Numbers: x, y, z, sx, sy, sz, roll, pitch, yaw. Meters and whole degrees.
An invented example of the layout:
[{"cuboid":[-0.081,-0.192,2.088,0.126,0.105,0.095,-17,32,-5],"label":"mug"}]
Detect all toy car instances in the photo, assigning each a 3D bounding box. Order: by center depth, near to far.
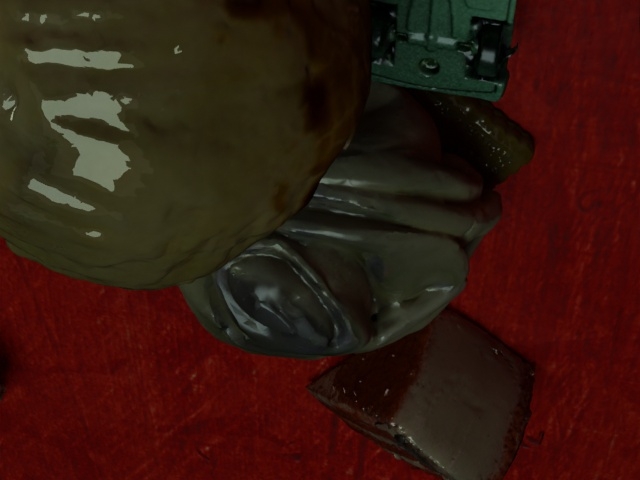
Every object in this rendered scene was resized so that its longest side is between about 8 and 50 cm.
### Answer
[{"cuboid":[0.101,-0.248,1.138,0.141,0.097,0.320,10,138,8],"label":"toy car"}]

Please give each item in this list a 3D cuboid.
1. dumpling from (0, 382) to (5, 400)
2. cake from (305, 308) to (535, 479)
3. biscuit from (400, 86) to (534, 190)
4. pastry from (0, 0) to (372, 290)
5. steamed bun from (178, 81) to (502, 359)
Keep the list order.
[{"cuboid":[-0.575,0.196,1.843,0.395,0.233,0.315,-9,167,9],"label":"dumpling"},{"cuboid":[0.110,0.160,1.636,0.158,0.159,0.262,37,170,-22],"label":"cake"},{"cuboid":[0.055,-0.112,1.362,0.254,0.029,0.172,35,137,-19],"label":"biscuit"},{"cuboid":[-0.128,-0.158,1.128,0.313,0.388,0.388,-1,143,-17],"label":"pastry"},{"cuboid":[0.000,0.000,1.321,0.268,0.207,0.280,37,130,-23],"label":"steamed bun"}]
